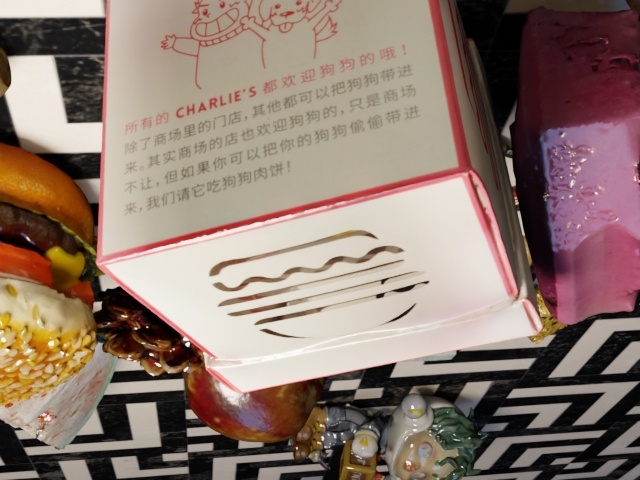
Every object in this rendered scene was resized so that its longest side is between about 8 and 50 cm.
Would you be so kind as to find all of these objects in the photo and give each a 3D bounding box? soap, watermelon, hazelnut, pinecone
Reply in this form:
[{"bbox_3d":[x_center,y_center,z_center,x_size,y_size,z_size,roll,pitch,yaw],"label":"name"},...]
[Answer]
[{"bbox_3d":[0.273,-0.062,0.967,0.127,0.220,0.325,-3,151,19],"label":"soap"},{"bbox_3d":[-0.432,0.179,1.440,0.175,0.188,0.322,37,161,13],"label":"watermelon"},{"bbox_3d":[-0.098,0.186,1.399,0.218,0.234,0.218,13,141,11],"label":"hazelnut"},{"bbox_3d":[-0.171,0.065,1.206,0.221,0.221,0.221,-5,151,-3],"label":"pinecone"}]

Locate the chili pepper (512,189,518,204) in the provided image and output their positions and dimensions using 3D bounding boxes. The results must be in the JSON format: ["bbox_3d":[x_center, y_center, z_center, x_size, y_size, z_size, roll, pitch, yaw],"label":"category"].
[{"bbox_3d":[0.207,-0.042,1.265,0.178,0.027,0.045,-19,153,22],"label":"chili pepper"}]

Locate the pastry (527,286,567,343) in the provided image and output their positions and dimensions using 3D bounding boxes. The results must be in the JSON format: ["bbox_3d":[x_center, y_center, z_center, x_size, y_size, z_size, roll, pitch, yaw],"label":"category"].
[{"bbox_3d":[0.365,0.121,1.566,0.080,0.056,0.140,-25,146,9],"label":"pastry"}]

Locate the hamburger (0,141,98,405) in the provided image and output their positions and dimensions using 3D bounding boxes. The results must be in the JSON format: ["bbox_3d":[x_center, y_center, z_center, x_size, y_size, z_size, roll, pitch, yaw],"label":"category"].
[{"bbox_3d":[-0.410,0.055,1.078,0.330,0.250,0.330,-4,151,-2],"label":"hamburger"}]

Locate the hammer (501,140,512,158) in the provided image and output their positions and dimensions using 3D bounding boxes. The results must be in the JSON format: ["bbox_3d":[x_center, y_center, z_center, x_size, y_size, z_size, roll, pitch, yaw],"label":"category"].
[{"bbox_3d":[0.214,-0.112,1.146,0.201,0.021,0.078,15,144,-36],"label":"hammer"}]

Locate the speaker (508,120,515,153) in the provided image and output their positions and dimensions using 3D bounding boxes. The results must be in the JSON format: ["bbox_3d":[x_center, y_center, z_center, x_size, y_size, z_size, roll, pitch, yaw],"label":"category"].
[{"bbox_3d":[0.279,-0.158,1.051,0.040,0.046,0.191,13,147,-21],"label":"speaker"}]

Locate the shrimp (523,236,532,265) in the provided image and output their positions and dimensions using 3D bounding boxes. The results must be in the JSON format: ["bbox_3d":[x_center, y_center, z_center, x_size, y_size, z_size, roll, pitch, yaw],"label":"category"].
[{"bbox_3d":[0.260,0.040,1.380,0.083,0.023,0.114,32,94,-34],"label":"shrimp"}]

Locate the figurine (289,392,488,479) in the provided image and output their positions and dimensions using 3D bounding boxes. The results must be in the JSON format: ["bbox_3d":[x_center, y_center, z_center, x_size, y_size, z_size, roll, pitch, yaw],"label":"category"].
[{"bbox_3d":[0.139,0.397,1.896,0.382,0.186,0.261,4,139,-7],"label":"figurine"}]

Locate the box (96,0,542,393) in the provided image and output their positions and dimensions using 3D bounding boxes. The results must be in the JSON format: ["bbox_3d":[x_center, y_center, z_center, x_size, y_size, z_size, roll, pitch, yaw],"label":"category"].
[{"bbox_3d":[0.001,-0.074,0.871,0.314,0.312,0.300,-13,150,14],"label":"box"}]

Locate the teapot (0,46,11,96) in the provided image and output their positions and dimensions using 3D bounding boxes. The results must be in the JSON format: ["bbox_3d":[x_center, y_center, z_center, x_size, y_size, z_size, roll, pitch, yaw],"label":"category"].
[{"bbox_3d":[-0.337,-0.166,0.878,0.080,0.085,0.110,-9,132,1],"label":"teapot"}]

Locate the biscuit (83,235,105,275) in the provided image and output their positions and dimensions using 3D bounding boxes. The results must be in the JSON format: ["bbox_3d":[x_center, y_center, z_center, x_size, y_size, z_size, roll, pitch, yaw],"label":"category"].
[{"bbox_3d":[-0.304,0.021,1.275,0.084,0.023,0.084,-5,153,-2],"label":"biscuit"}]

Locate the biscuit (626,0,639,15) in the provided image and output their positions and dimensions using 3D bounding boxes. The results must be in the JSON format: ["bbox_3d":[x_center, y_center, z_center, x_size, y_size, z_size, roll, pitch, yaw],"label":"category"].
[{"bbox_3d":[0.340,-0.298,0.816,0.205,0.049,0.324,-6,153,-3],"label":"biscuit"}]

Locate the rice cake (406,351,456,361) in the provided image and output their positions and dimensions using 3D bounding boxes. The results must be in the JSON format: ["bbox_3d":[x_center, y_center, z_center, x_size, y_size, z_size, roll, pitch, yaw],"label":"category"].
[{"bbox_3d":[0.138,0.195,1.675,0.207,0.033,0.033,-1,152,-11],"label":"rice cake"}]
